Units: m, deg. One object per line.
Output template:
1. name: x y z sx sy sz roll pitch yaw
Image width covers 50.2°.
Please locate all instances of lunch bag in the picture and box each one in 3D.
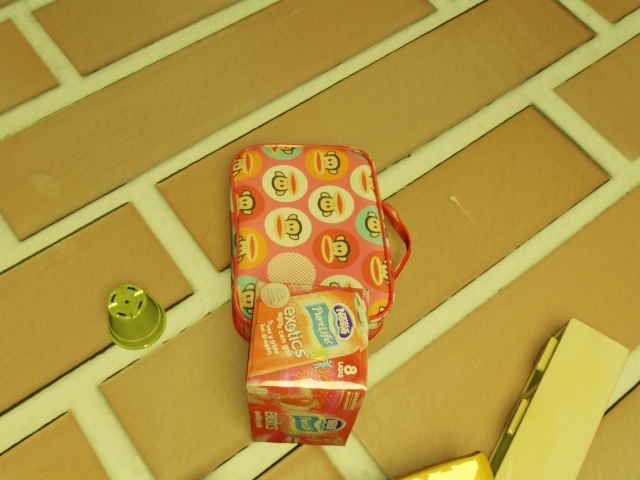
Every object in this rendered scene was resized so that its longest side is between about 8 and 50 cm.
1. lunch bag: 0.000 0.000 0.979 0.258 0.120 0.293 -1 62 -5

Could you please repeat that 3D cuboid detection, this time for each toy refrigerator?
1. toy refrigerator: 0.290 0.241 0.884 0.094 0.102 0.270 31 65 12

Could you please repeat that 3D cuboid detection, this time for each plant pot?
1. plant pot: -0.257 0.098 0.932 0.083 0.079 0.083 2 63 -3

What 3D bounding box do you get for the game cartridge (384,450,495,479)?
1. game cartridge: 0.100 0.430 0.742 0.285 0.053 0.324 -18 74 1

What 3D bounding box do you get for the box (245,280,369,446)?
1. box: -0.019 0.158 0.817 0.128 0.257 0.123 3 61 -2
